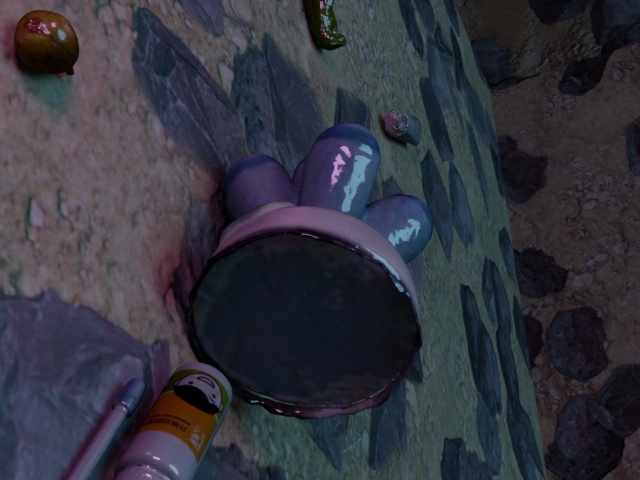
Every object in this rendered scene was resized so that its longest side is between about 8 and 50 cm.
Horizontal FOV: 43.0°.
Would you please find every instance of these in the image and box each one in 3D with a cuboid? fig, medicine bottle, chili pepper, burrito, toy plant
[{"bbox_3d":[-0.222,-0.159,0.680,0.083,0.050,0.050,71,9,-77],"label":"fig"},{"bbox_3d":[-0.142,0.174,0.649,0.092,0.061,0.221,44,29,-11],"label":"medicine bottle"},{"bbox_3d":[0.007,-0.429,1.398,0.072,0.073,0.204,31,57,-86],"label":"chili pepper"},{"bbox_3d":[0.181,-0.243,1.739,0.203,0.064,0.064,-2,78,-70],"label":"burrito"},{"bbox_3d":[0.000,0.000,0.898,0.332,0.247,0.247,-77,146,-54],"label":"toy plant"}]

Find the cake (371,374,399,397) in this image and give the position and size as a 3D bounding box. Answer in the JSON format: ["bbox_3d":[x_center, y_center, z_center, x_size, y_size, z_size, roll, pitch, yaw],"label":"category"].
[{"bbox_3d":[0.100,0.199,1.249,0.052,0.065,0.121,62,31,-25],"label":"cake"}]
